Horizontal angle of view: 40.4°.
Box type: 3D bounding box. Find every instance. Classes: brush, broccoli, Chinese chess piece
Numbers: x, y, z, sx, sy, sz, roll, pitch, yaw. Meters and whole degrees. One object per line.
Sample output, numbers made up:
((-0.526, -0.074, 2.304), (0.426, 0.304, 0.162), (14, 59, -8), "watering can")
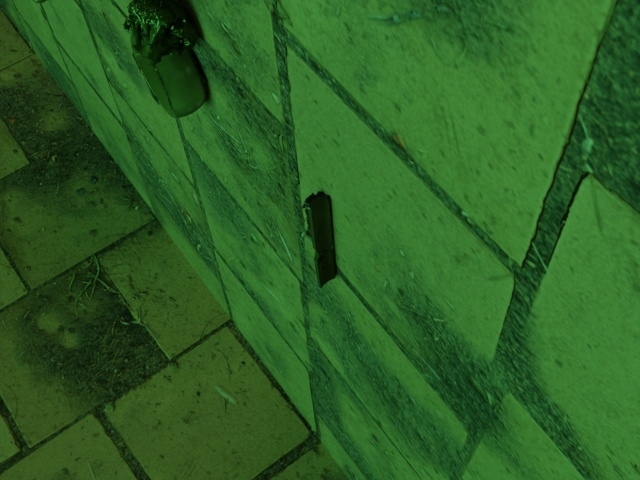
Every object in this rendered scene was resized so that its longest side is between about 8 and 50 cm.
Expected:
((0.000, 0.000, 1.482), (0.036, 0.043, 0.248), (56, 166, 31), "brush")
((-0.278, -0.361, 1.495), (0.131, 0.120, 0.130), (10, 162, 25), "broccoli")
((-0.291, -0.329, 1.666), (0.188, 0.083, 0.188), (54, 166, 21), "Chinese chess piece")

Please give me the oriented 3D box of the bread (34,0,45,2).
((-0.410, -0.613, 1.538), (0.361, 0.245, 0.233), (-16, 110, 40), "bread")
